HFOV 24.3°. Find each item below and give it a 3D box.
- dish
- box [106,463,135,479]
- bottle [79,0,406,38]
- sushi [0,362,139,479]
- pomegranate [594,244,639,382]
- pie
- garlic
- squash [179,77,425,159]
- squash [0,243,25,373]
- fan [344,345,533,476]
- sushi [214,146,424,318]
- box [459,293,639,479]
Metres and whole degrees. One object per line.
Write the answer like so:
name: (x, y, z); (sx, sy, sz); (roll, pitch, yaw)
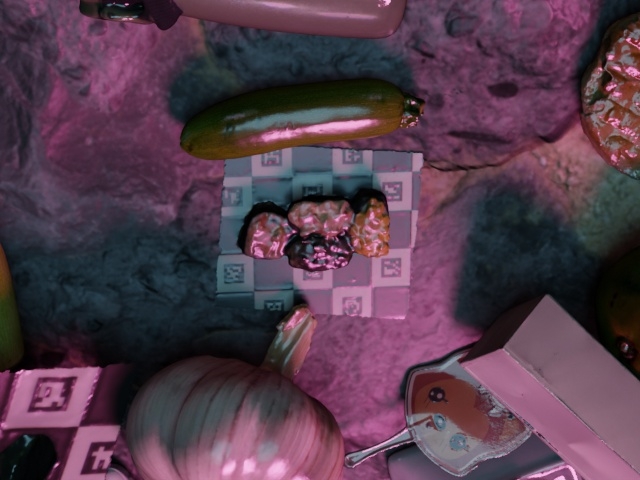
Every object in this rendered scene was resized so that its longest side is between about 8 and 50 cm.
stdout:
dish: (0.217, 0.293, 1.688); (0.243, 0.080, 0.182); (-21, 110, 1)
box: (-0.193, 0.396, 1.663); (0.142, 0.044, 0.285); (-40, 90, 10)
bottle: (-0.088, -0.283, 1.417); (0.347, 0.168, 0.168); (3, 109, -2)
sushi: (-0.401, 0.223, 1.512); (0.373, 0.100, 0.296); (0, 123, -35)
pomegranate: (0.405, 0.067, 1.589); (0.225, 0.187, 0.187); (-30, 111, -21)
pie: (0.360, -0.158, 1.563); (0.195, 0.046, 0.195); (-2, 110, -7)
garlic: (-0.071, 0.180, 1.582); (0.245, 0.245, 0.253); (28, 68, -14)
squash: (-0.018, -0.128, 1.525); (0.258, 0.069, 0.069); (-9, 110, -3)
squash: (-0.372, 0.042, 1.525); (0.123, 0.123, 0.187); (-6, 104, -4)
fan: (0.125, 0.204, 1.655); (0.220, 0.009, 0.132); (-23, 84, 0)
sushi: (0.000, 0.000, 1.579); (0.215, 0.050, 0.192); (3, 109, -6)
box: (0.275, 0.169, 1.585); (0.225, 0.129, 0.086); (43, 71, -3)
